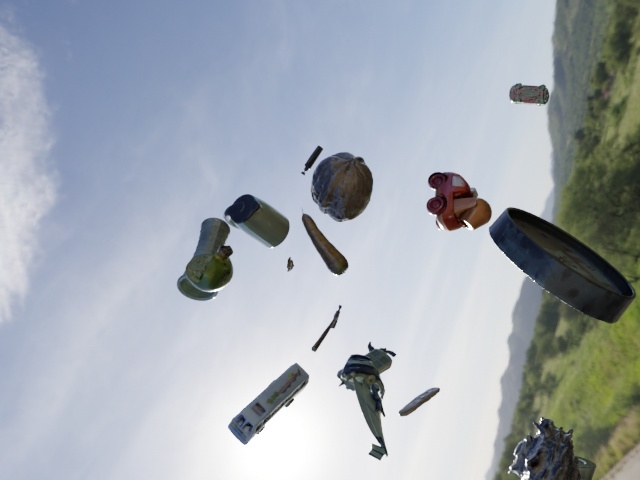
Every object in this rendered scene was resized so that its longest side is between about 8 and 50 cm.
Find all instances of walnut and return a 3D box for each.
[{"bbox_3d":[0.069,-0.172,1.791,0.224,0.224,0.224,13,-90,-67],"label":"walnut"}]

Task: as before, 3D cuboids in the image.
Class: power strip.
[{"bbox_3d":[0.139,0.411,1.758,0.227,0.080,0.029,-21,-45,-38],"label":"power strip"}]

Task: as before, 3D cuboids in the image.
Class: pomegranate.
[{"bbox_3d":[-0.325,0.090,1.712,0.122,0.169,0.143,57,-161,-17],"label":"pomegranate"}]

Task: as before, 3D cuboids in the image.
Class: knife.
[{"bbox_3d":[0.247,0.460,2.298,0.021,0.222,0.045,41,-104,-19],"label":"knife"}]

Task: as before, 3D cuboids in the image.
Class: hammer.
[{"bbox_3d":[0.027,0.399,2.447,0.297,0.027,0.125,-47,-25,-58],"label":"hammer"}]

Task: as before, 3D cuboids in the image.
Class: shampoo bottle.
[{"bbox_3d":[-0.036,-0.329,2.280,0.137,0.027,0.048,-56,-21,-1],"label":"shampoo bottle"}]

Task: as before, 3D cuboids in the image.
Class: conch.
[{"bbox_3d":[0.575,0.611,1.451,0.240,0.186,0.312,11,-99,-85],"label":"conch"}]

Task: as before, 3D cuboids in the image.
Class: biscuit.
[{"bbox_3d":[0.279,0.454,1.557,0.147,0.018,0.071,-27,-5,-26],"label":"biscuit"}]

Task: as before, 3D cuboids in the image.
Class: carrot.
[{"bbox_3d":[0.000,0.000,2.027,0.078,0.298,0.078,-32,-16,-10],"label":"carrot"}]

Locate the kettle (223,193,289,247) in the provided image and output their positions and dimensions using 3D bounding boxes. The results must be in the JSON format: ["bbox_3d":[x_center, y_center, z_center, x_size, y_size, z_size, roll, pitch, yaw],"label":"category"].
[{"bbox_3d":[-0.282,-0.083,2.301,0.236,0.221,0.161,37,-125,-50],"label":"kettle"}]

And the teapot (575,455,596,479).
[{"bbox_3d":[0.846,0.827,1.894,0.239,0.162,0.148,8,-94,-27],"label":"teapot"}]

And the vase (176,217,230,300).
[{"bbox_3d":[-0.404,0.056,1.958,0.298,0.143,0.143,-84,-12,-45],"label":"vase"}]

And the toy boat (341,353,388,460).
[{"bbox_3d":[0.147,0.464,1.581,0.210,0.070,0.291,6,-121,-61],"label":"toy boat"}]

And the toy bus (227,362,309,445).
[{"bbox_3d":[-0.177,0.577,1.977,0.330,0.109,0.136,-36,-16,-42],"label":"toy bus"}]

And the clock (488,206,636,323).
[{"bbox_3d":[0.606,0.050,1.392,0.076,0.386,0.386,-59,-15,23],"label":"clock"}]

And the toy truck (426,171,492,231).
[{"bbox_3d":[0.563,-0.156,2.212,0.189,0.239,0.264,46,-136,-50],"label":"toy truck"}]

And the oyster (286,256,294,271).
[{"bbox_3d":[-0.120,0.099,2.219,0.083,0.019,0.054,84,-157,-63],"label":"oyster"}]

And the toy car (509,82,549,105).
[{"bbox_3d":[0.728,-0.508,1.931,0.055,0.142,0.069,91,-177,-86],"label":"toy car"}]
